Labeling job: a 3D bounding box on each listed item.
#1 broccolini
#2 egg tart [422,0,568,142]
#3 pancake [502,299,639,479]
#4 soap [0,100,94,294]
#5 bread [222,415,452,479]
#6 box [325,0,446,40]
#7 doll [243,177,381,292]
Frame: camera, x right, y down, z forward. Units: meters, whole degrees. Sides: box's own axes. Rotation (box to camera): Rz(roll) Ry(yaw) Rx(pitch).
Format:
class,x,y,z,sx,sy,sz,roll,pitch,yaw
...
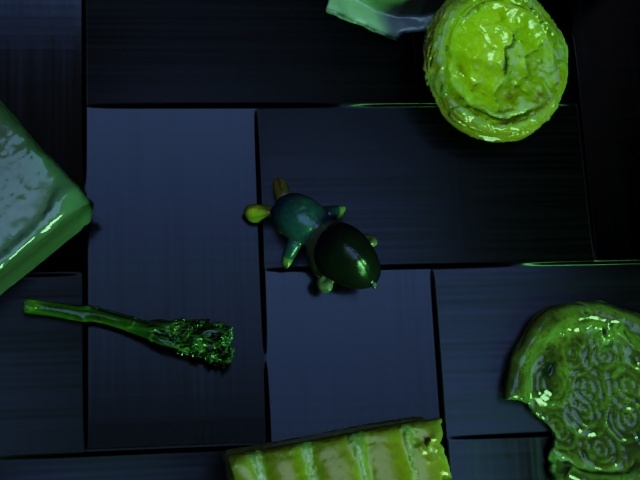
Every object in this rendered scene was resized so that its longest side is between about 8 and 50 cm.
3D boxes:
class,x,y,z,sx,sy,sz,roll,pitch,yaw
broccolini,-0.210,0.092,1.245,0.239,0.054,0.051,14,90,-2
egg tart,0.202,-0.208,1.341,0.191,0.074,0.191,0,90,-14
pancake,0.321,0.178,1.303,0.212,0.029,0.235,-36,86,-15
soap,-0.444,-0.053,1.214,0.285,0.107,0.296,-40,86,-14
bread,0.035,0.321,1.189,0.239,0.111,0.246,-9,79,-9
box,0.113,-0.416,1.321,0.263,0.206,0.291,-19,83,-12
doll,0.000,0.000,1.278,0.102,0.089,0.179,-44,62,-15
